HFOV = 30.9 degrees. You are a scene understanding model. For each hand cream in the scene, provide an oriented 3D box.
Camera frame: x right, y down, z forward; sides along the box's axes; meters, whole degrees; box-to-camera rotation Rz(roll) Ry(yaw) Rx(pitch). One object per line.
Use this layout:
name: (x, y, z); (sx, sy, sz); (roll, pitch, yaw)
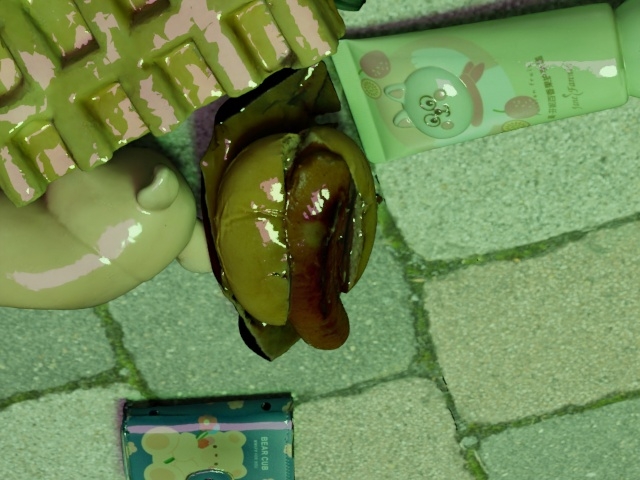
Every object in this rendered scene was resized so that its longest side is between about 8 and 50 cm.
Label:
hand cream: (0.172, -0.154, 1.064); (0.306, 0.093, 0.147); (-9, 131, 16)

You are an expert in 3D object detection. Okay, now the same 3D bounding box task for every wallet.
wallet: (-0.130, 0.247, 1.362); (0.202, 0.059, 0.141); (-3, 121, -3)

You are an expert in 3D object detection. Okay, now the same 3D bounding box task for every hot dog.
hot dog: (-0.006, 0.001, 1.097); (0.194, 0.107, 0.326); (-31, 136, -10)

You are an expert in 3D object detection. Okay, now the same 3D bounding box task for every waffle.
waffle: (-0.194, -0.221, 0.946); (0.348, 0.077, 0.304); (-26, 108, 13)

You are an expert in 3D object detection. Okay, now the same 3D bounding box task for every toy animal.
toy animal: (-0.236, -0.010, 1.095); (0.250, 0.154, 0.166); (-15, 169, 7)

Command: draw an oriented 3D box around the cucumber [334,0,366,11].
cucumber: (0.000, -0.232, 1.007); (0.105, 0.048, 0.048); (27, 121, -22)
